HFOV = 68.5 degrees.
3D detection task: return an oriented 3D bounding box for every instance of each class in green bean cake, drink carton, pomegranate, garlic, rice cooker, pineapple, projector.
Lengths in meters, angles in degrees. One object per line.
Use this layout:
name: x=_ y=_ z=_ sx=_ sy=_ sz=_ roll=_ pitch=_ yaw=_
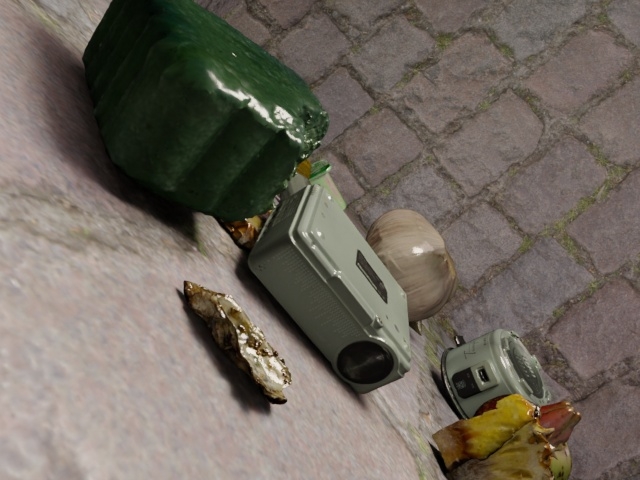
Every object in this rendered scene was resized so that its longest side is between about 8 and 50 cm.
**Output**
green bean cake: x=-0.120 y=-0.153 z=0.595 sx=0.300 sy=0.169 sz=0.307 roll=22 pitch=27 yaw=-44
drink carton: x=-0.006 y=-0.136 z=1.357 sx=0.142 sy=0.146 sz=0.144 roll=56 pitch=7 yaw=-22
pomegranate: x=0.438 y=0.413 z=0.986 sx=0.215 sy=0.247 sz=0.214 roll=20 pitch=37 yaw=-16
garlic: x=0.231 y=0.085 z=1.283 sx=0.317 sy=0.260 sz=0.316 roll=-13 pitch=90 yaw=-71
rice cooker: x=0.441 y=0.369 z=1.230 sx=0.241 sy=0.227 sz=0.280 roll=14 pitch=48 yaw=-48
pineapple: x=0.280 y=0.353 z=0.765 sx=0.114 sy=0.186 sz=0.236 roll=-113 pitch=-154 yaw=-71
pineapple: x=-0.106 y=-0.041 z=0.730 sx=0.221 sy=0.047 sz=0.221 roll=48 pitch=10 yaw=-11
projector: x=0.028 y=0.061 z=0.662 sx=0.256 sy=0.099 sz=0.192 roll=53 pitch=22 yaw=-18

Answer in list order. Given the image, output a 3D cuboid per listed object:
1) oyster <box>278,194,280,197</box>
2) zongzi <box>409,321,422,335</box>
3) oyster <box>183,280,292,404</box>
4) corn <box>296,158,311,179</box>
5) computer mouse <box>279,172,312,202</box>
oyster: x=-0.038 y=-0.055 z=1.133 sx=0.121 sy=0.045 sz=0.146 roll=54 pitch=2 yaw=41
zongzi: x=0.296 y=0.220 z=1.543 sx=0.204 sy=0.094 sz=0.205 roll=58 pitch=11 yaw=20
oyster: x=-0.072 y=0.090 z=0.423 sx=0.132 sy=0.029 sz=0.086 roll=52 pitch=2 yaw=26
corn: x=-0.118 y=-0.200 z=1.097 sx=0.120 sy=0.120 sz=0.363 roll=54 pitch=11 yaw=21
computer mouse: x=-0.005 y=0.004 z=0.917 sx=0.197 sy=0.095 sz=0.330 roll=41 pitch=22 yaw=-44
